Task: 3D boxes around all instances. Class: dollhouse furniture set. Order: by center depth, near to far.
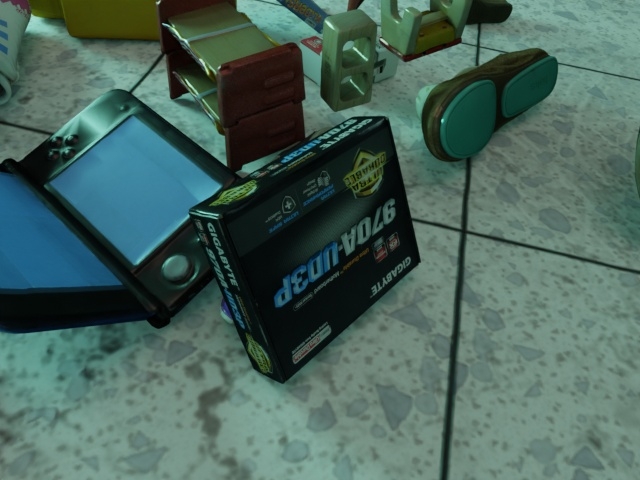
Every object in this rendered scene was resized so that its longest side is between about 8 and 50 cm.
[{"bbox_3d":[-0.010,-0.264,0.791,0.374,0.152,0.201,-24,54,-20],"label":"dollhouse furniture set"}]

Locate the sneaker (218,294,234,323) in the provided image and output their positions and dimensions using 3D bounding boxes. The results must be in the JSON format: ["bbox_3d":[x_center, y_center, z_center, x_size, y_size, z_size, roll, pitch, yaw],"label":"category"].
[{"bbox_3d":[-0.044,0.023,0.595,0.068,0.071,0.170,28,50,17],"label":"sneaker"}]

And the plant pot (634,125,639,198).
[{"bbox_3d":[0.569,-0.141,0.711,0.323,0.323,0.280,24,31,14],"label":"plant pot"}]

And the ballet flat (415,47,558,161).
[{"bbox_3d":[0.220,-0.209,0.838,0.124,0.116,0.342,21,44,39],"label":"ballet flat"}]

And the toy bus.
[{"bbox_3d":[-0.307,-0.399,0.930,0.333,0.108,0.130,-2,49,-11],"label":"toy bus"}]

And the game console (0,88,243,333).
[{"bbox_3d":[-0.240,-0.059,0.562,0.293,0.173,0.250,38,74,24],"label":"game console"}]

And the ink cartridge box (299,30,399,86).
[{"bbox_3d":[0.046,-0.293,0.915,0.135,0.056,0.099,-29,56,-30],"label":"ink cartridge box"}]

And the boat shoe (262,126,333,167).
[{"bbox_3d":[-0.044,-0.065,0.701,0.065,0.075,0.206,-8,33,49],"label":"boat shoe"}]

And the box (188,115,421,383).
[{"bbox_3d":[0.000,0.000,0.552,0.051,0.175,0.220,12,37,45],"label":"box"}]

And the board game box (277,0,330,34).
[{"bbox_3d":[-0.075,-0.434,0.966,0.201,0.035,0.136,19,29,-49],"label":"board game box"}]

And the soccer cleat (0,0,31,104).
[{"bbox_3d":[-0.471,-0.260,0.789,0.116,0.143,0.331,-27,26,11],"label":"soccer cleat"}]

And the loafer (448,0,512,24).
[{"bbox_3d":[0.300,-0.453,1.108,0.148,0.056,0.050,-1,46,-23],"label":"loafer"}]
